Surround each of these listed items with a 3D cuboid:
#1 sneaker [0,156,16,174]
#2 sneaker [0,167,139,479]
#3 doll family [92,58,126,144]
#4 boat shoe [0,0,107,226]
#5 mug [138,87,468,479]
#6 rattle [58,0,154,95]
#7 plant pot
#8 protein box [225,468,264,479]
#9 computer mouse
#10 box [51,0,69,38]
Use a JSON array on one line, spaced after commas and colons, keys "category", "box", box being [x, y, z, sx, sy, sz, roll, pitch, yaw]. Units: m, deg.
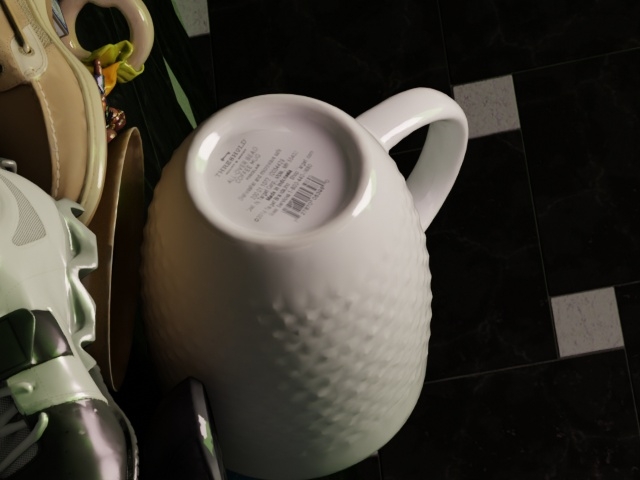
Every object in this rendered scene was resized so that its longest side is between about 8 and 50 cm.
[{"category": "sneaker", "box": [-0.239, -0.017, 1.436, 0.158, 0.065, 0.061, -110, -154, -44]}, {"category": "sneaker", "box": [-0.210, 0.077, 1.202, 0.146, 0.122, 0.330, 37, 25, -43]}, {"category": "doll family", "box": [-0.229, -0.092, 1.787, 0.111, 0.076, 0.193, 40, 62, -39]}, {"category": "boat shoe", "box": [-0.276, -0.139, 1.620, 0.110, 0.121, 0.341, 8, 44, -40]}, {"category": "mug", "box": [0.000, 0.000, 1.802, 0.276, 0.374, 0.328, 40, -24, 24]}, {"category": "rattle", "box": [-0.275, -0.269, 2.230, 0.143, 0.130, 0.200, -31, 127, -52]}, {"category": "plant pot", "box": [-0.186, 0.016, 1.711, 0.236, 0.032, 0.236, 3, 90, -89]}, {"category": "protein box", "box": [-0.059, 0.142, 2.048, 0.201, 0.199, 0.136, -109, 175, -53]}, {"category": "computer mouse", "box": [-0.111, 0.257, 1.710, 0.188, 0.072, 0.272, -105, -177, -78]}, {"category": "box", "box": [-0.355, -0.350, 2.206, 0.136, 0.036, 0.225, 59, 10, -65]}]
